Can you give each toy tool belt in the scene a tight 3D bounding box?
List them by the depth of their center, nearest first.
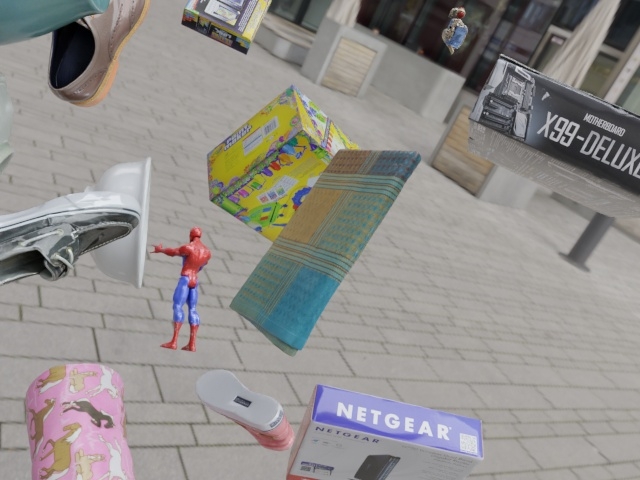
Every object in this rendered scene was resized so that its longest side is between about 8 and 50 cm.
[{"bbox_3d":[0.287,-0.439,1.246,0.052,0.083,0.051,6,51,-6],"label":"toy tool belt"}]

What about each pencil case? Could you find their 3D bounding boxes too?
[{"bbox_3d":[-0.335,0.359,0.859,0.167,0.160,0.386,29,17,-41],"label":"pencil case"}]

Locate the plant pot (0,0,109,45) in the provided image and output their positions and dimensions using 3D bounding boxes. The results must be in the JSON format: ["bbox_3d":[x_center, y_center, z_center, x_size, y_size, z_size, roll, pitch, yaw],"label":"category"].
[{"bbox_3d":[-0.468,-0.426,0.891,0.256,0.271,0.271,-4,24,-2],"label":"plant pot"}]

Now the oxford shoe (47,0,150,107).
[{"bbox_3d":[-0.407,-0.426,1.094,0.130,0.363,0.133,18,5,-3],"label":"oxford shoe"}]

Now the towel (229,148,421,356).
[{"bbox_3d":[0.000,0.000,1.008,0.040,0.370,0.271,38,-8,-26],"label":"towel"}]

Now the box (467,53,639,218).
[{"bbox_3d":[0.309,-0.111,0.744,0.243,0.076,0.307,28,8,12],"label":"box"}]

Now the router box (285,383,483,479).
[{"bbox_3d":[0.117,0.435,1.217,0.336,0.301,0.082,13,47,-2],"label":"router box"}]

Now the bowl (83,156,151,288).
[{"bbox_3d":[-0.453,-0.043,1.311,0.134,0.297,0.298,4,26,-14],"label":"bowl"}]

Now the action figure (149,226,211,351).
[{"bbox_3d":[-0.328,0.105,1.359,0.139,0.280,0.091,0,-14,39],"label":"action figure"}]

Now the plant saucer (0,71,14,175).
[{"bbox_3d":[-0.616,-0.095,0.982,0.101,0.400,0.400,38,15,-22],"label":"plant saucer"}]

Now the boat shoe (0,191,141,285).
[{"bbox_3d":[-0.442,0.015,0.948,0.335,0.121,0.119,-18,66,-29],"label":"boat shoe"}]

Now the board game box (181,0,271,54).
[{"bbox_3d":[-0.183,-0.475,1.197,0.141,0.048,0.170,24,60,-11],"label":"board game box"}]

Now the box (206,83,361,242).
[{"bbox_3d":[-0.075,-0.164,1.449,0.279,0.290,0.177,36,30,-41],"label":"box"}]

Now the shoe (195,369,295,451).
[{"bbox_3d":[-0.117,0.262,0.906,0.178,0.081,0.063,13,48,39],"label":"shoe"}]
